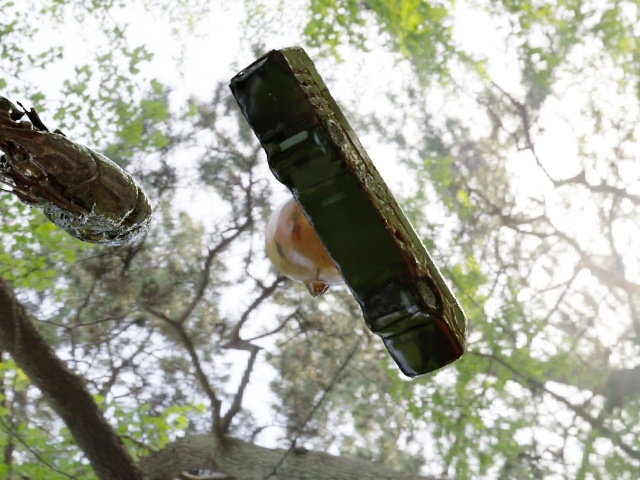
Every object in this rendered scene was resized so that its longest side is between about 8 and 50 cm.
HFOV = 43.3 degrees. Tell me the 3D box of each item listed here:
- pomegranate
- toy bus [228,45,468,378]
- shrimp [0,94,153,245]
[{"bbox_3d":[0.003,-0.006,1.492,0.209,0.209,0.209,6,-99,-42],"label":"pomegranate"},{"bbox_3d":[0.039,-0.032,0.937,0.409,0.093,0.092,59,-152,-6],"label":"toy bus"},{"bbox_3d":[-0.343,-0.090,0.989,0.343,0.145,0.116,44,-125,-47],"label":"shrimp"}]
